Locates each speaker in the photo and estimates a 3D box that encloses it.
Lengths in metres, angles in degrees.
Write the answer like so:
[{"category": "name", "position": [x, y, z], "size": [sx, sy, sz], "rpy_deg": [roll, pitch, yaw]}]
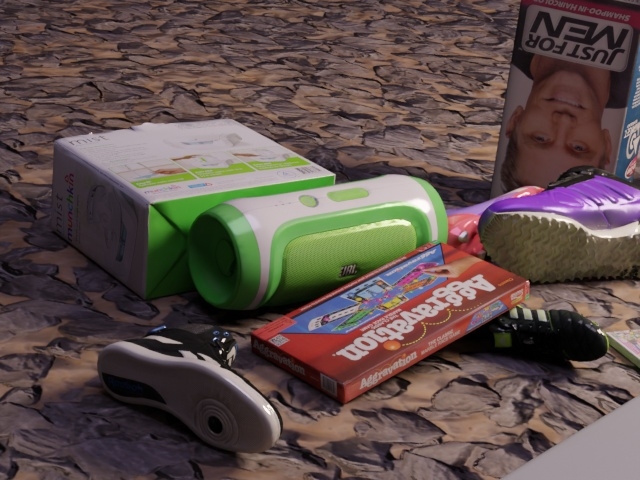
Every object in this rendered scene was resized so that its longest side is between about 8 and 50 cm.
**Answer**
[{"category": "speaker", "position": [0.000, 0.000, 1.769], "size": [0.297, 0.131, 0.131], "rpy_deg": [-11, 27, -36]}]

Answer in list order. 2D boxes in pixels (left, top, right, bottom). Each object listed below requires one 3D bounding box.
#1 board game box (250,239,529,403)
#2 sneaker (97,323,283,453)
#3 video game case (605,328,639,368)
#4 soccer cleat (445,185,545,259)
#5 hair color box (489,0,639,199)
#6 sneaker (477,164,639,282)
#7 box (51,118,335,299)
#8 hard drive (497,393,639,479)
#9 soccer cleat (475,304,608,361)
[{"category": "board game box", "position": [0.078, 0.081, 1.667], "size": [0.281, 0.027, 0.145], "rpy_deg": [-26, 37, -36]}, {"category": "sneaker", "position": [-0.099, 0.129, 1.495], "size": [0.217, 0.079, 0.121], "rpy_deg": [19, 27, 33]}, {"category": "video game case", "position": [0.393, 0.120, 1.744], "size": [0.122, 0.011, 0.087], "rpy_deg": [-3, 23, -23]}, {"category": "soccer cleat", "position": [0.207, -0.023, 1.966], "size": [0.095, 0.083, 0.248], "rpy_deg": [17, 26, 37]}, {"category": "hair color box", "position": [0.348, -0.206, 2.092], "size": [0.174, 0.347, 0.105], "rpy_deg": [16, 23, 24]}, {"category": "sneaker", "position": [0.310, -0.031, 1.931], "size": [0.293, 0.102, 0.146], "rpy_deg": [4, 43, -26]}, {"category": "box", "position": [-0.156, -0.049, 1.862], "size": [0.262, 0.126, 0.231], "rpy_deg": [-11, 27, -36]}, {"category": "hard drive", "position": [0.263, 0.223, 1.277], "size": [0.308, 0.040, 0.203], "rpy_deg": [-27, 34, -21]}, {"category": "soccer cleat", "position": [0.229, 0.102, 1.695], "size": [0.179, 0.060, 0.072], "rpy_deg": [16, 33, 39]}]
